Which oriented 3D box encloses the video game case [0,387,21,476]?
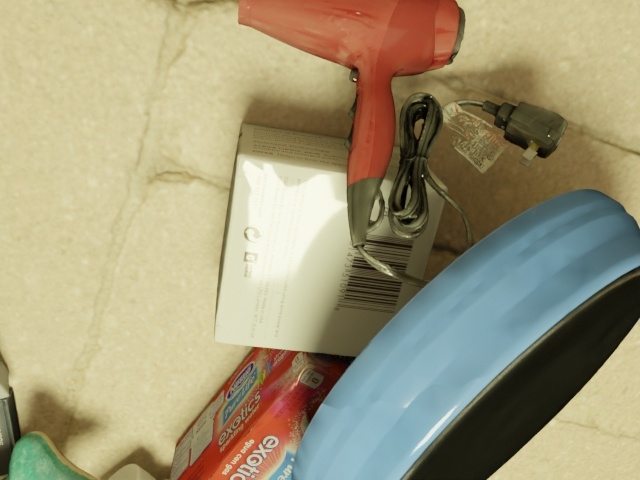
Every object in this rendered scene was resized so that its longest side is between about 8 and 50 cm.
[{"bbox_3d":[-0.481,0.254,0.676,0.275,0.026,0.196,1,113,-8],"label":"video game case"}]

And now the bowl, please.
[{"bbox_3d":[0.154,0.135,0.546,0.391,0.077,0.391,-28,145,-22],"label":"bowl"}]

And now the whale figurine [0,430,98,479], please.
[{"bbox_3d":[-0.347,0.325,0.615,0.216,0.141,0.272,44,105,-2],"label":"whale figurine"}]

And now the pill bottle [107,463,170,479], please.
[{"bbox_3d":[-0.177,0.351,0.704,0.112,0.112,0.186,-38,112,10],"label":"pill bottle"}]

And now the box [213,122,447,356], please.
[{"bbox_3d":[0.000,0.000,0.566,0.182,0.119,0.180,8,113,-9],"label":"box"}]

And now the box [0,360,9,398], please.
[{"bbox_3d":[-0.402,0.113,0.559,0.145,0.038,0.186,-16,140,-14],"label":"box"}]

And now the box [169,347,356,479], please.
[{"bbox_3d":[-0.047,0.208,0.647,0.123,0.128,0.256,33,106,-20],"label":"box"}]

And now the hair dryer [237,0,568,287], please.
[{"bbox_3d":[0.049,-0.126,0.480,0.293,0.080,0.224,42,61,12],"label":"hair dryer"}]
